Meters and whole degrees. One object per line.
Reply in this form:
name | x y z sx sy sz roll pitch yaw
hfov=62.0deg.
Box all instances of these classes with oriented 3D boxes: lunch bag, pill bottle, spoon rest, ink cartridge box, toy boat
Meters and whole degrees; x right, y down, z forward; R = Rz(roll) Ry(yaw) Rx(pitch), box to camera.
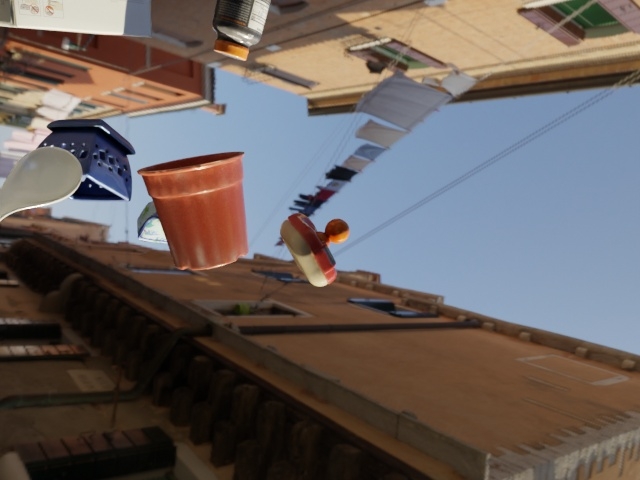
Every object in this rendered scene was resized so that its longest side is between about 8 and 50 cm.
lunch bag | -0.513 -0.051 1.845 0.176 0.219 0.090 -38 -127 43
pill bottle | -0.200 -0.591 1.355 0.130 0.131 0.245 33 -71 48
spoon rest | -0.635 -0.092 1.144 0.276 0.137 0.084 -54 178 -19
ink cartridge box | -0.573 -0.517 1.135 0.272 0.309 0.130 18 -66 30
toy boat | 0.000 0.000 1.265 0.151 0.151 0.231 63 -7 -22

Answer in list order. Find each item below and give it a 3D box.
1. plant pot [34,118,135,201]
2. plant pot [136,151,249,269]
plant pot | -0.752 -0.261 1.715 0.236 0.236 0.212 3 -106 15
plant pot | -0.307 -0.077 1.388 0.272 0.272 0.264 10 -65 51
